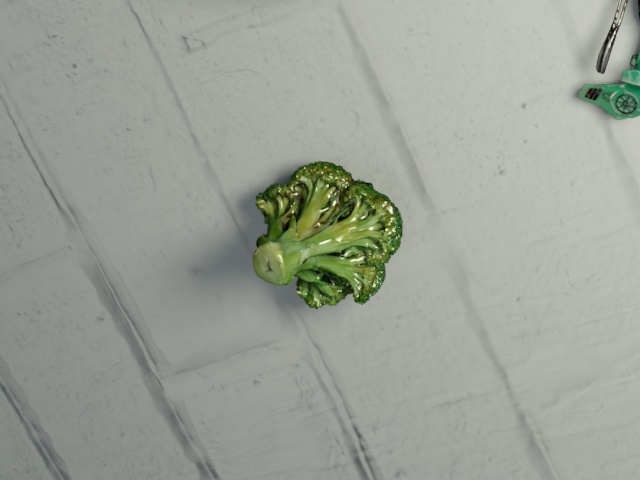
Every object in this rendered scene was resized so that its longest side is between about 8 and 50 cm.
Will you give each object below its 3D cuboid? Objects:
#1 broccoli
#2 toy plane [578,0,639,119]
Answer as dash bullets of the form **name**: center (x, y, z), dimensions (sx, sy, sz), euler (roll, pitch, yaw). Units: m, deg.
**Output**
- **broccoli**: center (0.000, 0.000, 2.026), dimensions (0.269, 0.269, 0.254), euler (-32, 88, 28)
- **toy plane**: center (0.500, -0.347, 1.799), dimensions (0.155, 0.106, 0.381), euler (21, 120, 15)
